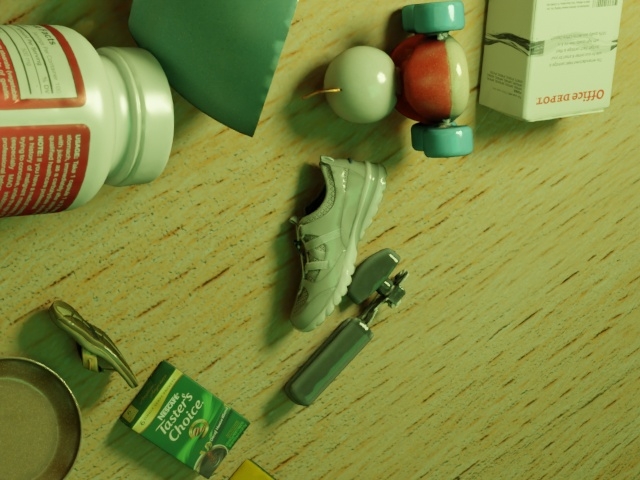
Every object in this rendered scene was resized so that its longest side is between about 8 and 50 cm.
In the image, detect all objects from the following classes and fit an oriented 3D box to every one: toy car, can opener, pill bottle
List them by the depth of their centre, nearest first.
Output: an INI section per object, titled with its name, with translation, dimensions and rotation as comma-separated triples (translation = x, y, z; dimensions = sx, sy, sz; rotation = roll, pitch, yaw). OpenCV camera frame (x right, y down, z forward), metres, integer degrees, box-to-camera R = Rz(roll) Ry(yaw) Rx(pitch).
[pill bottle]
translation = -0.391, -0.139, 1.638
dimensions = 0.408, 0.229, 0.229
rotation = -6, 111, -35
[toy car]
translation = 0.088, -0.229, 2.024
dimensions = 0.238, 0.210, 0.219
rotation = -5, 99, -5
[can opener]
translation = 0.039, 0.138, 2.187
dimensions = 0.093, 0.074, 0.280
rotation = 40, 79, -5

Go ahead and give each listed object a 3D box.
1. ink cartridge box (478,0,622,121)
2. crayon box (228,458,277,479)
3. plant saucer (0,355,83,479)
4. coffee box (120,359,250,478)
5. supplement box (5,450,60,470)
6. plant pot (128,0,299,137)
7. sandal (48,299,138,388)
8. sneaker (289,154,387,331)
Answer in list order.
[ink cartridge box]
translation = 0.368, -0.339, 2.200
dimensions = 0.197, 0.114, 0.273
rotation = -10, 113, -34
[crayon box]
translation = -0.115, 0.549, 2.064
dimensions = 0.363, 0.313, 0.106
rotation = -50, 129, -9
[plant saucer]
translation = -0.416, 0.255, 1.858
dimensions = 0.198, 0.036, 0.198
rotation = 10, 72, -31
[coffee box]
translation = -0.199, 0.268, 2.066
dimensions = 0.113, 0.040, 0.184
rotation = -52, 130, -8
[supplement box]
translation = -0.406, 0.324, 1.924
dimensions = 0.083, 0.056, 0.083
rotation = -8, 113, -34
[plant pot]
translation = -0.132, -0.298, 1.768
dimensions = 0.195, 0.290, 0.290
rotation = 18, 98, -5
[sandal]
translation = -0.319, 0.149, 1.916
dimensions = 0.049, 0.072, 0.180
rotation = -42, 128, 3
[sneaker]
translation = 0.000, 0.000, 2.094
dimensions = 0.115, 0.105, 0.281
rotation = 19, 99, -10
